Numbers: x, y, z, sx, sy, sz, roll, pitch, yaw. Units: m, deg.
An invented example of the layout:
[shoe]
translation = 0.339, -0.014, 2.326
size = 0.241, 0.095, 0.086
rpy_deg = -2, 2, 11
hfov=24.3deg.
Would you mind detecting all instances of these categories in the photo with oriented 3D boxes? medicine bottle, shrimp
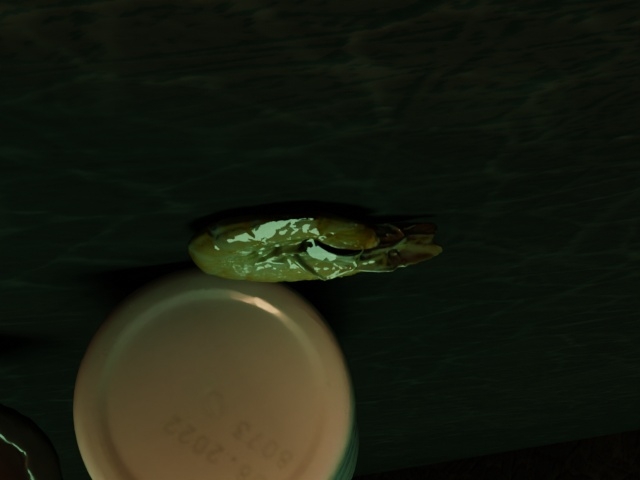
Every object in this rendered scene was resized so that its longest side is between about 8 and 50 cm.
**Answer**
[medicine bottle]
translation = -0.042, 0.106, 0.825
size = 0.130, 0.130, 0.341
rpy_deg = -6, 168, 1
[shrimp]
translation = 0.000, 0.000, 0.608
size = 0.108, 0.023, 0.059
rpy_deg = -5, 160, -10

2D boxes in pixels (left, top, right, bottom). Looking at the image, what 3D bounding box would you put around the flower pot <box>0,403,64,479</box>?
[flower pot]
translation = -0.312, 0.187, 0.827
size = 0.267, 0.267, 0.266
rpy_deg = 0, 174, 37
